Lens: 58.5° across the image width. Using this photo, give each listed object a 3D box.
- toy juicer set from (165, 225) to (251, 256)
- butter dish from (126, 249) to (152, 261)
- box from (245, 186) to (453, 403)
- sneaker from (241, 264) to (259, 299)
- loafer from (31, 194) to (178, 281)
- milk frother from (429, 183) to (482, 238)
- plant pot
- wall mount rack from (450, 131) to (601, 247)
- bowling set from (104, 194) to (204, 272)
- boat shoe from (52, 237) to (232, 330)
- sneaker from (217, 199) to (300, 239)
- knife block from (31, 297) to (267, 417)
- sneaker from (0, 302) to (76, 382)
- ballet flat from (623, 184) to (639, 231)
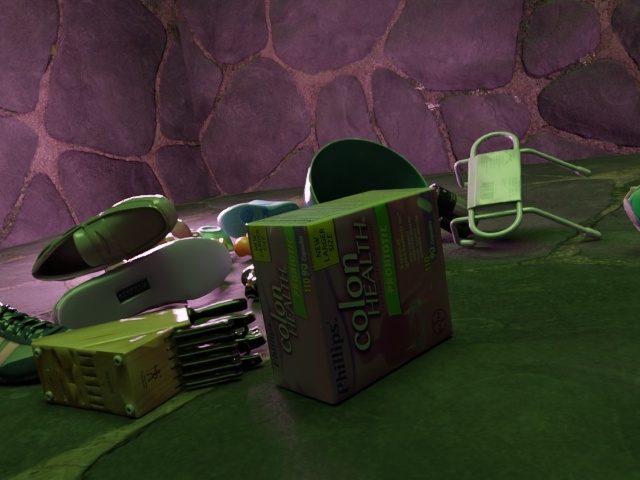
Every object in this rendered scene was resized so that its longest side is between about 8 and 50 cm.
[{"bbox_3d":[-0.317,0.018,1.604,0.328,0.090,0.209,3,14,-1],"label":"toy juicer set"},{"bbox_3d":[-0.496,0.027,1.610,0.160,0.118,0.160,-4,11,25],"label":"butter dish"},{"bbox_3d":[0.048,0.056,0.750,0.243,0.214,0.117,-17,13,-40],"label":"box"},{"bbox_3d":[-0.133,0.088,1.159,0.064,0.061,0.158,-22,16,-31],"label":"sneaker"},{"bbox_3d":[-0.414,0.006,1.094,0.319,0.112,0.111,-24,18,21],"label":"loafer"},{"bbox_3d":[0.312,-0.050,1.462,0.134,0.129,0.143,24,-31,-15],"label":"milk frother"},{"bbox_3d":[0.082,-0.057,1.292,0.290,0.290,0.195,-15,-25,-30],"label":"plant pot"},{"bbox_3d":[0.456,-0.105,1.299,0.304,0.130,0.350,-7,46,24],"label":"wall mount rack"},{"bbox_3d":[-0.355,0.004,1.370,0.286,0.200,0.154,-1,-17,11],"label":"bowling set"},{"bbox_3d":[-0.367,0.092,1.179,0.367,0.136,0.156,-27,16,-33],"label":"boat shoe"},{"bbox_3d":[-0.244,-0.069,1.922,0.319,0.127,0.208,-5,7,-43],"label":"sneaker"},{"bbox_3d":[-0.225,0.150,0.817,0.275,0.088,0.242,-3,11,30],"label":"knife block"},{"bbox_3d":[-0.507,0.151,0.919,0.318,0.131,0.112,-6,10,14],"label":"sneaker"},{"bbox_3d":[0.772,-0.045,1.037,0.408,0.147,0.147,-2,12,18],"label":"ballet flat"}]
